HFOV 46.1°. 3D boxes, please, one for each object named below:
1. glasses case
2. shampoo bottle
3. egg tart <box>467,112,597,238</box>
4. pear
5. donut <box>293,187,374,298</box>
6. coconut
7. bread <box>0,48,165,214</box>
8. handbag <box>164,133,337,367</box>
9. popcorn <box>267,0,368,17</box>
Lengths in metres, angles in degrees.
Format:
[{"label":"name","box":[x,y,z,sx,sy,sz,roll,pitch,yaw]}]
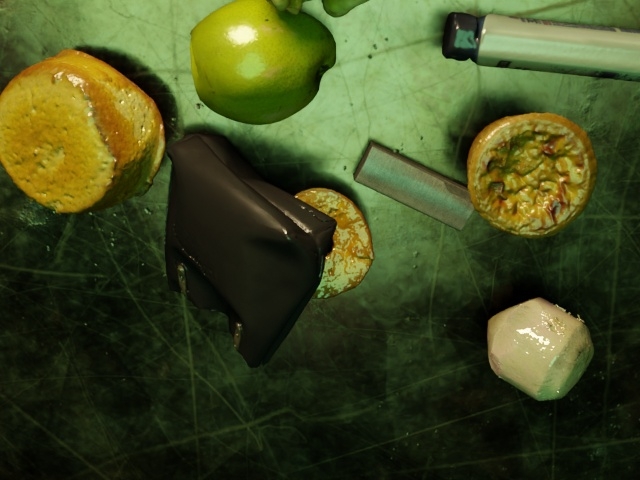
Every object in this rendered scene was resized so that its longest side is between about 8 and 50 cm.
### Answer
[{"label":"glasses case","box":[0.161,-0.089,1.270,0.205,0.047,0.071,25,107,-9]},{"label":"shampoo bottle","box":[0.368,-0.295,1.148,0.359,0.134,0.078,6,111,0]},{"label":"egg tart","box":[0.326,-0.119,1.206,0.202,0.147,0.203,0,111,1]},{"label":"pear","box":[-0.086,-0.267,1.134,0.219,0.187,0.188,-1,110,-3]},{"label":"donut","box":[0.001,-0.001,1.289,0.174,0.075,0.190,-30,103,11]},{"label":"coconut","box":[0.372,0.180,1.312,0.183,0.171,0.171,34,111,29]},{"label":"bread","box":[-0.384,-0.161,1.175,0.268,0.146,0.269,5,107,17]},{"label":"handbag","box":[-0.134,0.024,1.206,0.342,0.152,0.288,39,123,33]},{"label":"popcorn","box":[-0.012,-0.442,1.036,0.237,0.293,0.293,-19,111,-16]}]
